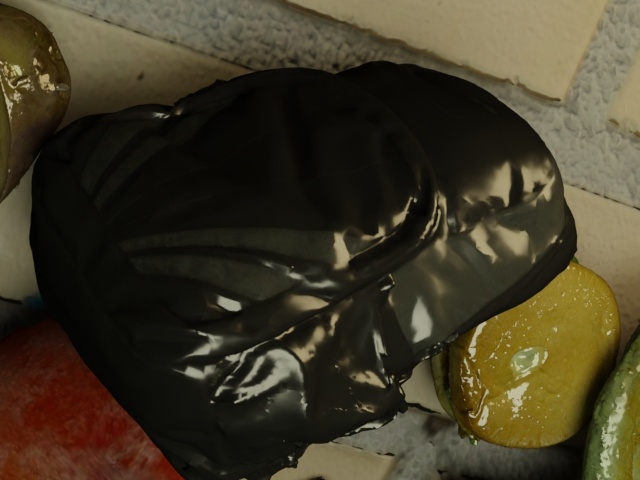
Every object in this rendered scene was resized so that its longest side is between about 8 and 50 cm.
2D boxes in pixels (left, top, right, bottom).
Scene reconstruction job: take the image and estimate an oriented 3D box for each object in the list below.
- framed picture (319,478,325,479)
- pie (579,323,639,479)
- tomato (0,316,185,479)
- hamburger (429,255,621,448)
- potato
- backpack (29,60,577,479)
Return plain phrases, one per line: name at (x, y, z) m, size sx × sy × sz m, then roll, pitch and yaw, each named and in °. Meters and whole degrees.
framed picture at (-0.059, 0.370, 1.525) m, size 0.281 × 0.209 × 0.019 m, roll -21°, pitch 165°, yaw -28°
pie at (0.352, 0.193, 1.609) m, size 0.323 × 0.070 × 0.323 m, roll -15°, pitch 111°, yaw -43°
tomato at (-0.199, 0.197, 1.384) m, size 0.265 × 0.265 × 0.265 m, roll -8°, pitch 116°, yaw -16°
hamburger at (0.190, 0.093, 1.548) m, size 0.189 × 0.122 × 0.215 m, roll -20°, pitch 116°, yaw -18°
potato at (-0.236, -0.105, 1.297) m, size 0.101 × 0.089 × 0.172 m, roll -29°, pitch 126°, yaw -47°
backpack at (0.000, 0.000, 1.312) m, size 0.446 × 0.363 × 0.254 m, roll -21°, pitch 137°, yaw -21°
